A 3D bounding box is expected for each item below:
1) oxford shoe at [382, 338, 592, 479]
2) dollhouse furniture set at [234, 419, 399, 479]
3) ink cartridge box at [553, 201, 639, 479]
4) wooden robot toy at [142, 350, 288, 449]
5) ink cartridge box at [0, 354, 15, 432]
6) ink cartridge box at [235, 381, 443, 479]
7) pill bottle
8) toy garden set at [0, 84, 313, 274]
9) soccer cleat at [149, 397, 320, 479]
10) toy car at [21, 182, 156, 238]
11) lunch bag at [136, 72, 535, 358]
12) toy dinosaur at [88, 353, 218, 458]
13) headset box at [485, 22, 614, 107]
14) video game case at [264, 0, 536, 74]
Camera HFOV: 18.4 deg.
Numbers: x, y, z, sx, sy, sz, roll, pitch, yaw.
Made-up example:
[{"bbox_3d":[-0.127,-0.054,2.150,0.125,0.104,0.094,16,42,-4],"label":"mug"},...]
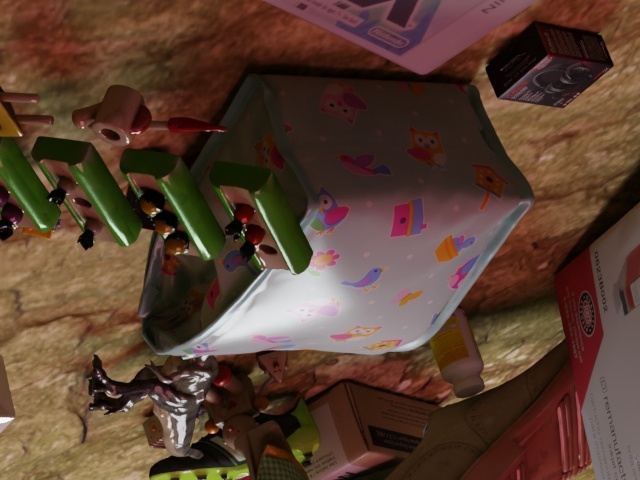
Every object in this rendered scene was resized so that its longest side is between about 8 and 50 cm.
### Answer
[{"bbox_3d":[0.184,0.177,1.961,0.397,0.147,0.140,-38,133,-45],"label":"oxford shoe"},{"bbox_3d":[0.033,0.302,1.920,0.151,0.197,0.301,-16,150,3],"label":"dollhouse furniture set"},{"bbox_3d":[0.370,0.089,1.743,0.160,0.279,0.384,-3,161,-18],"label":"ink cartridge box"},{"bbox_3d":[-0.094,0.171,1.905,0.173,0.079,0.076,-27,154,16],"label":"wooden robot toy"},{"bbox_3d":[-0.367,0.173,1.741,0.115,0.067,0.198,5,145,-38],"label":"ink cartridge box"},{"bbox_3d":[0.004,0.250,2.120,0.235,0.088,0.193,-32,152,27],"label":"ink cartridge box"},{"bbox_3d":[0.133,0.110,1.926,0.043,0.083,0.043,-15,154,-7],"label":"pill bottle"},{"bbox_3d":[-0.149,-0.042,1.330,0.244,0.049,0.204,9,152,22],"label":"toy garden set"},{"bbox_3d":[-0.089,0.205,1.984,0.179,0.072,0.060,-12,156,-15],"label":"soccer cleat"},{"bbox_3d":[-0.167,-0.037,1.510,0.122,0.060,0.040,-3,-160,5],"label":"toy car"},{"bbox_3d":[0.000,0.000,1.535,0.223,0.160,0.262,-1,144,-33],"label":"lunch bag"},{"bbox_3d":[-0.150,0.134,1.791,0.118,0.064,0.268,3,143,-9],"label":"toy dinosaur"},{"bbox_3d":[0.173,-0.134,1.523,0.083,0.032,0.062,3,147,-41],"label":"headset box"},{"bbox_3d":[0.087,-0.233,1.263,0.300,0.036,0.329,-32,151,27],"label":"video game case"}]
